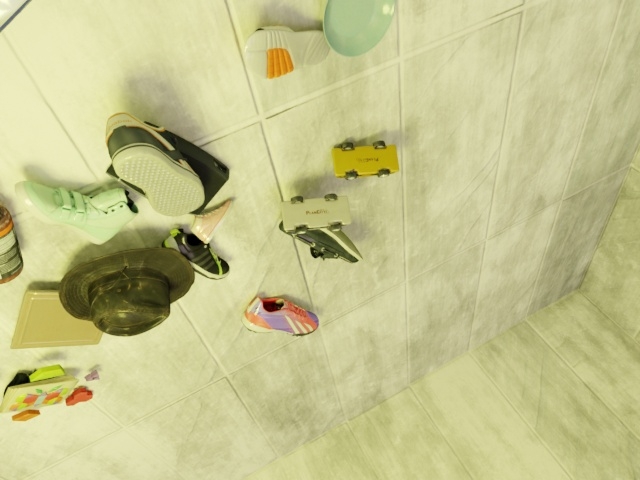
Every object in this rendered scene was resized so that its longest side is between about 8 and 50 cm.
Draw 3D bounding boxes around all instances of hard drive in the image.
[{"bbox_3d":[-0.348,-0.155,1.202,0.172,0.054,0.255,-46,140,14],"label":"hard drive"}]

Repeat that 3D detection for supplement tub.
[{"bbox_3d":[-0.698,-0.007,1.064,0.106,0.106,0.197,-11,135,-27],"label":"supplement tub"}]

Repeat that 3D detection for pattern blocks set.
[{"bbox_3d":[-0.801,0.442,1.449,0.325,0.026,0.285,-7,144,-40],"label":"pattern blocks set"}]

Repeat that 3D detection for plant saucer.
[{"bbox_3d":[0.080,-0.516,1.146,0.195,0.037,0.194,-23,138,-23],"label":"plant saucer"}]

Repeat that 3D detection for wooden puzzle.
[{"bbox_3d":[-0.678,0.204,1.348,0.221,0.044,0.238,6,131,-40],"label":"wooden puzzle"}]

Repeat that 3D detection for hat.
[{"bbox_3d":[-0.472,0.158,1.284,0.332,0.133,0.331,-18,143,-14],"label":"hat"}]

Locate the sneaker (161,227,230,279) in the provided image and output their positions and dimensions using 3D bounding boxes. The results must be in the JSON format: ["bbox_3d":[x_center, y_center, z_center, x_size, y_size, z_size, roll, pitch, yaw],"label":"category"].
[{"bbox_3d":[-0.321,0.034,1.392,0.097,0.084,0.235,-47,140,13],"label":"sneaker"}]

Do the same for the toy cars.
[{"bbox_3d":[0.052,-0.143,1.417,0.393,0.176,0.087,-47,180,-13],"label":"toy cars"}]

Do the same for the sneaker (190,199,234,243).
[{"bbox_3d":[-0.289,-0.064,1.340,0.070,0.051,0.134,37,81,-14],"label":"sneaker"}]

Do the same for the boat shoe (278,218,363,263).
[{"bbox_3d":[0.001,0.002,1.557,0.113,0.127,0.340,-43,139,12],"label":"boat shoe"}]

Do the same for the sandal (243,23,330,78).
[{"bbox_3d":[-0.083,-0.420,1.113,0.265,0.076,0.101,-26,141,-45],"label":"sandal"}]

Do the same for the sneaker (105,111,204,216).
[{"bbox_3d":[-0.342,-0.158,1.079,0.126,0.127,0.321,-24,162,-3],"label":"sneaker"}]

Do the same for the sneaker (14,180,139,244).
[{"bbox_3d":[-0.517,-0.093,1.111,0.151,0.094,0.256,-34,151,8],"label":"sneaker"}]

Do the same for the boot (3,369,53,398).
[{"bbox_3d":[-0.832,0.416,1.452,0.121,0.045,0.099,-48,145,18],"label":"boot"}]

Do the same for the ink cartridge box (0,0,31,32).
[{"bbox_3d":[-0.614,-0.429,0.723,0.324,0.071,0.330,-40,144,6],"label":"ink cartridge box"}]

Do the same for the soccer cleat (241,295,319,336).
[{"bbox_3d":[-0.116,0.257,1.754,0.318,0.108,0.116,11,119,-39],"label":"soccer cleat"}]
